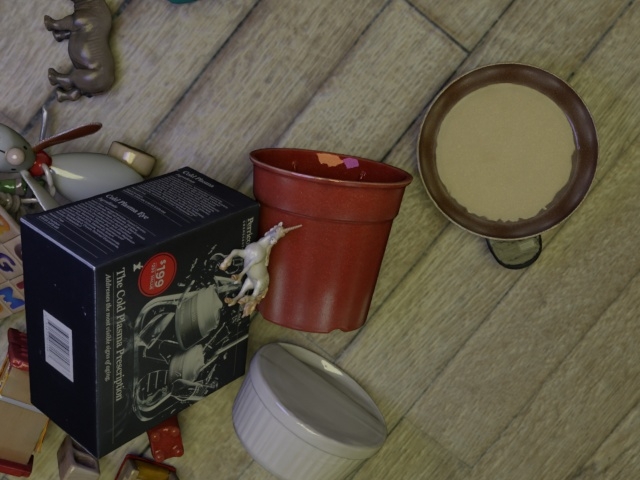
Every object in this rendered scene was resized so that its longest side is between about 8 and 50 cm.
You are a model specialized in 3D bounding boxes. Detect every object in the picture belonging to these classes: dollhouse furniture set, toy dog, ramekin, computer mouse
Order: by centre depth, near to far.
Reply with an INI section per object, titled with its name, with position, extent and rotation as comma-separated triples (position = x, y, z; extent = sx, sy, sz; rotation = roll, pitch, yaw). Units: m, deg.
[toy dog]
position = -0.376, -0.089, 1.319
extent = 0.161, 0.334, 0.220
rotation = 22, 112, 33
[ramekin]
position = -0.028, 0.308, 1.425
extent = 0.273, 0.273, 0.127
rotation = 32, 107, -7
[dollhouse furniture set]
position = -0.413, 0.327, 1.475
extent = 0.374, 0.152, 0.201
rotation = 25, 95, -24
[computer mouse]
position = 0.353, -0.090, 1.497
extent = 0.184, 0.060, 0.261
rotation = -27, 87, 4

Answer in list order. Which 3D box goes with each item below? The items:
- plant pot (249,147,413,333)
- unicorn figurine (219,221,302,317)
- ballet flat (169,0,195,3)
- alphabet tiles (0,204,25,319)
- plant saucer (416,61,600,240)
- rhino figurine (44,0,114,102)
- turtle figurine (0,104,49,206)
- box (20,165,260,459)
[plant pot]
position = 0.000, 0.000, 1.395
extent = 0.273, 0.272, 0.264
rotation = 7, 105, -5
[unicorn figurine]
position = -0.100, 0.038, 1.275
extent = 0.060, 0.161, 0.111
rotation = 38, 52, 19
[ballet flat]
position = -0.174, -0.470, 1.416
extent = 0.213, 0.072, 0.068
rotation = -21, 71, -2
[alphabet tiles]
position = -0.576, 0.012, 1.293
extent = 0.343, 0.011, 0.285
rotation = -19, 116, 37
[plant saucer]
position = 0.324, -0.154, 1.446
extent = 0.311, 0.050, 0.310
rotation = 0, 89, 5
[rhino figurine]
position = -0.406, -0.359, 1.403
extent = 0.107, 0.073, 0.243
rotation = -2, 96, 0
[turtle figurine]
position = -0.537, -0.043, 1.373
extent = 0.275, 0.198, 0.266
rotation = -26, 104, 5
[box]
position = -0.273, 0.099, 1.285
extent = 0.179, 0.313, 0.343
rotation = 27, 125, 31
